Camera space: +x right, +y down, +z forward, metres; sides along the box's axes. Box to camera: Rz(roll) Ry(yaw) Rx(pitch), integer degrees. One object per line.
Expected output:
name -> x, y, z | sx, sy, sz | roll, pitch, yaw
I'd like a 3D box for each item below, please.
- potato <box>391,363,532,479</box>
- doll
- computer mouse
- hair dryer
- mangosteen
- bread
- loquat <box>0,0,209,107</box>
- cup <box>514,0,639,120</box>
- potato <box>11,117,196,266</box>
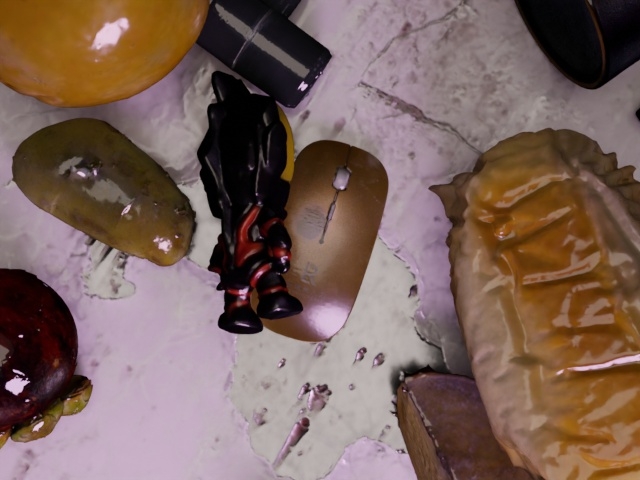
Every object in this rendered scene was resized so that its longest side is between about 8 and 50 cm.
potato -> 0.170, 0.230, 1.244 | 0.138, 0.098, 0.243 | -16, 72, -13
doll -> -0.069, -0.040, 1.225 | 0.127, 0.088, 0.248 | -18, 72, 21
computer mouse -> 0.000, 0.000, 1.268 | 0.102, 0.045, 0.199 | 20, 88, -4
hair dryer -> -0.016, -0.246, 1.272 | 0.124, 0.071, 0.219 | 34, 78, -3
mangosteen -> -0.299, 0.118, 1.203 | 0.166, 0.166, 0.180 | -26, 114, -3
bread -> 0.249, 0.087, 1.180 | 0.236, 0.183, 0.388 | -15, 75, 7
loquat -> -0.213, -0.236, 1.176 | 0.244, 0.244, 0.243 | 0, 88, -3
cup -> 0.302, -0.235, 1.262 | 0.177, 0.239, 0.166 | -31, 48, -8
potato -> -0.201, -0.046, 1.242 | 0.188, 0.085, 0.105 | 37, 89, -5
